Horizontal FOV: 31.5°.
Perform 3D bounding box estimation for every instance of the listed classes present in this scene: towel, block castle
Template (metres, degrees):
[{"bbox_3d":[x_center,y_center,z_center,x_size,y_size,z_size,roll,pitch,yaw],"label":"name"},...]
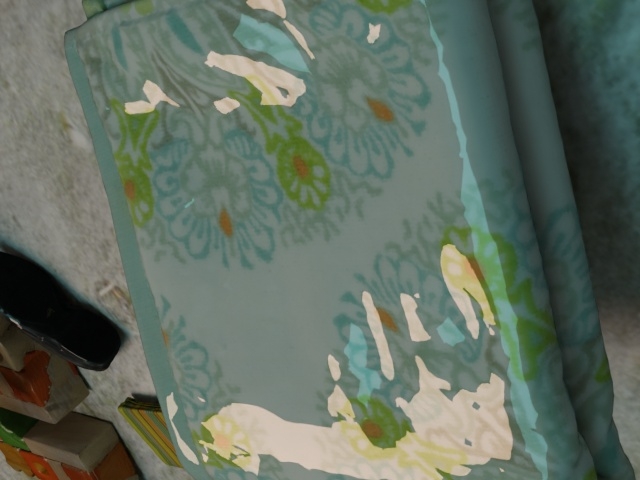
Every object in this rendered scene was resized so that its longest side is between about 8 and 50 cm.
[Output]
[{"bbox_3d":[-0.100,0.202,1.140,0.237,0.021,0.102,-2,132,43],"label":"towel"},{"bbox_3d":[0.000,0.000,0.682,0.320,0.090,0.374,-2,109,44],"label":"towel"},{"bbox_3d":[-0.408,0.264,1.244,0.213,0.303,0.453,8,133,39],"label":"block castle"}]

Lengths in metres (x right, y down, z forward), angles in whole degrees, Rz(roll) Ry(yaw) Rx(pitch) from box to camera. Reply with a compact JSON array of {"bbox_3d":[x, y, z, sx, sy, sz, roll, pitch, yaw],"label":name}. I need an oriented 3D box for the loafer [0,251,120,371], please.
[{"bbox_3d":[-0.278,0.076,1.130,0.170,0.062,0.061,39,150,4],"label":"loafer"}]
